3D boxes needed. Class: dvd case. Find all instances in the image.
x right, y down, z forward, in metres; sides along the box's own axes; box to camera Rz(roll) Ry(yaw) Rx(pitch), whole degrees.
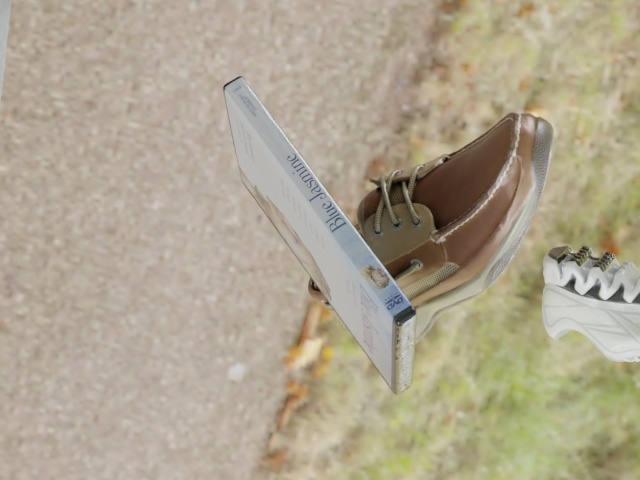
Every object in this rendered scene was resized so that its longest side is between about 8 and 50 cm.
[{"bbox_3d":[0.000,0.000,1.275,0.022,0.253,0.180,-32,159,-12],"label":"dvd case"}]

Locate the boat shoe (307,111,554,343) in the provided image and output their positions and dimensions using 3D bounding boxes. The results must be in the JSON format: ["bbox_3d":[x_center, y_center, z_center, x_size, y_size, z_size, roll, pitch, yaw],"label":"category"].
[{"bbox_3d":[0.089,-0.007,1.349,0.324,0.116,0.123,-51,-159,45],"label":"boat shoe"}]

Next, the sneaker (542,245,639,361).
[{"bbox_3d":[0.402,0.095,1.835,0.110,0.292,0.118,-21,123,-60],"label":"sneaker"}]

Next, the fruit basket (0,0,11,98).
[{"bbox_3d":[-0.448,-0.189,1.314,0.165,0.353,0.327,-56,-154,32],"label":"fruit basket"}]
